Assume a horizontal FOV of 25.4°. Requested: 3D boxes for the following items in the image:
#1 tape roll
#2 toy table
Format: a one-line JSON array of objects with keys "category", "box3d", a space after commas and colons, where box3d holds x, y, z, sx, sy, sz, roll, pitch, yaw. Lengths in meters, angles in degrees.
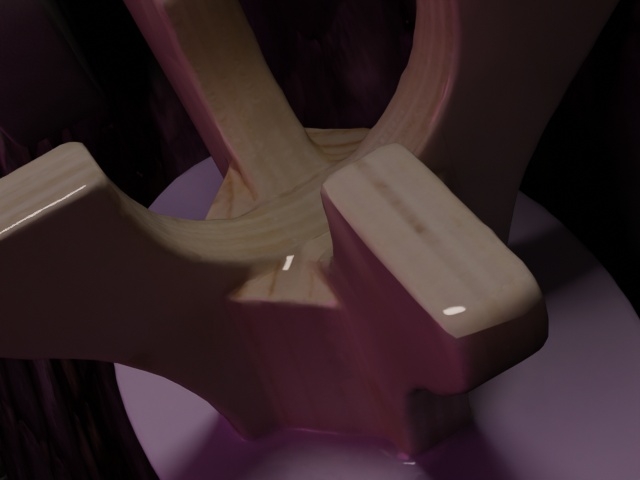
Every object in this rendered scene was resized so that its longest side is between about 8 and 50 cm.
[{"category": "tape roll", "box3d": [-0.258, -0.247, 0.959, 0.392, 0.072, 0.392, 63, 178, 5]}, {"category": "toy table", "box3d": [0.000, 0.000, 0.473, 0.274, 0.252, 0.161, 34, 154, 42]}]
